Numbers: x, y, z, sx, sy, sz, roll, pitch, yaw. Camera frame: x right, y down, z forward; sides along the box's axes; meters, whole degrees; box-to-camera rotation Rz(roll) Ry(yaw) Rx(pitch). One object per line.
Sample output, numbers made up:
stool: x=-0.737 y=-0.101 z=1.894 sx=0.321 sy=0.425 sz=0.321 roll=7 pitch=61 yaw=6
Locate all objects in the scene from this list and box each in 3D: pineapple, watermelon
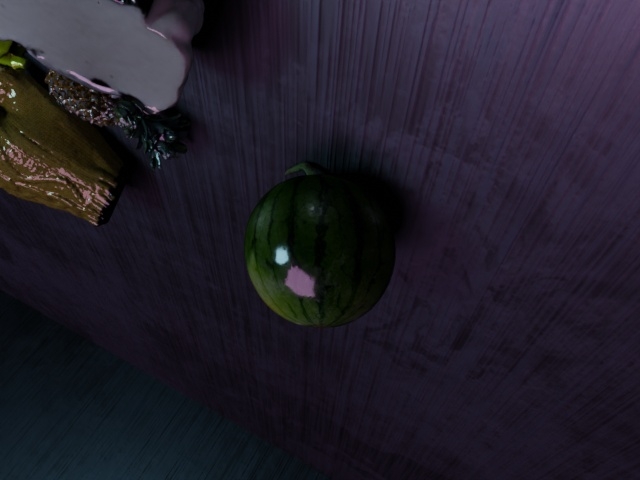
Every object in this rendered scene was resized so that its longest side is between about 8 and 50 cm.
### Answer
pineapple: x=-0.287 y=-0.186 z=0.784 sx=0.221 sy=0.083 sz=0.103 roll=33 pitch=160 yaw=0
watermelon: x=0.000 y=0.000 z=0.697 sx=0.188 sy=0.214 sz=0.188 roll=0 pitch=169 yaw=0

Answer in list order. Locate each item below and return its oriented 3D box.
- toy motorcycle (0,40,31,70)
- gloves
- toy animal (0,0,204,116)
toy motorcycle: x=-0.520 y=-0.330 z=0.747 sx=0.342 sy=0.142 sz=0.206 roll=20 pitch=-176 yaw=21
gloves: x=-0.480 y=-0.162 z=0.920 sx=0.356 sy=0.155 sz=0.203 roll=42 pitch=144 yaw=-6
toy animal: x=-0.215 y=-0.249 z=0.569 sx=0.208 sy=0.156 sz=0.204 roll=22 pitch=147 yaw=-13
